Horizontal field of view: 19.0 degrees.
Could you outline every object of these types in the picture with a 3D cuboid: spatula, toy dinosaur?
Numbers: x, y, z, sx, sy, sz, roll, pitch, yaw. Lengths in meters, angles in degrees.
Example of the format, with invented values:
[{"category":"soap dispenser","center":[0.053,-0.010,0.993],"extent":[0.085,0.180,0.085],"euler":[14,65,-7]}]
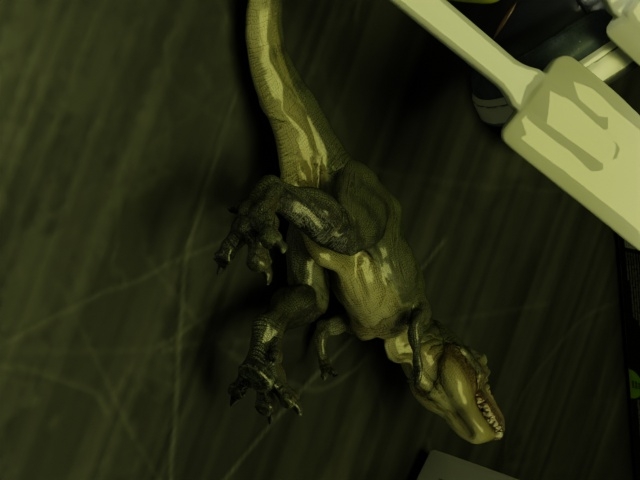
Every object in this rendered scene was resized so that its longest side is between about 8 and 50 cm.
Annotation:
[{"category":"spatula","center":[0.095,-0.132,0.794],"extent":[0.242,0.019,0.168],"euler":[38,87,-17]},{"category":"toy dinosaur","center":[0.000,0.000,0.805],"extent":[0.118,0.064,0.268],"euler":[-51,129,-41]}]

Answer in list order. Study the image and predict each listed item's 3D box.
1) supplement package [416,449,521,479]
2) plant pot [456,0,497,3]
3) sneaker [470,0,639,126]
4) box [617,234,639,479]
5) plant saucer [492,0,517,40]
[{"category":"supplement package","center":[0.093,0.279,0.884],"extent":[0.177,0.175,0.293],"euler":[40,73,-44]},{"category":"plant pot","center":[-0.014,-0.208,0.627],"extent":[0.207,0.227,0.228],"euler":[37,73,-50]},{"category":"sneaker","center":[0.115,-0.171,0.851],"extent":[0.226,0.086,0.163],"euler":[-45,112,-20]},{"category":"box","center":[0.216,0.061,1.051],"extent":[0.114,0.036,0.207],"euler":[-26,118,-38]},{"category":"plant saucer","center":[0.105,-0.084,0.918],"extent":[0.083,0.015,0.083],"euler":[-13,109,-42]}]
